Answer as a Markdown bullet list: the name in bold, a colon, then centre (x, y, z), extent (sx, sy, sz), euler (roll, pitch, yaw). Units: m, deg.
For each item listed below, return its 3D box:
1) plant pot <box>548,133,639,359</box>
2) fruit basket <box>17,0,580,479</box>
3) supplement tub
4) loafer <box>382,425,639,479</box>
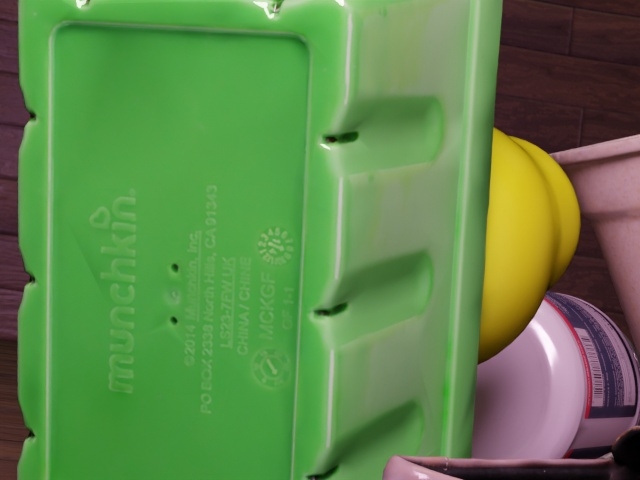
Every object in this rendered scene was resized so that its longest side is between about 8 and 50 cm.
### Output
- **plant pot**: centre (0.400, 0.036, 1.143), extent (0.333, 0.306, 0.334), euler (-11, 2, 0)
- **fruit basket**: centre (0.000, 0.000, 0.753), extent (0.282, 0.392, 0.392), euler (6, -4, 16)
- **supplement tub**: centre (0.190, 0.139, 1.189), extent (0.191, 0.191, 0.272), euler (5, -4, 29)
- **loafer**: centre (0.147, 0.127, 0.601), extent (0.267, 0.084, 0.096), euler (-6, 4, -25)
